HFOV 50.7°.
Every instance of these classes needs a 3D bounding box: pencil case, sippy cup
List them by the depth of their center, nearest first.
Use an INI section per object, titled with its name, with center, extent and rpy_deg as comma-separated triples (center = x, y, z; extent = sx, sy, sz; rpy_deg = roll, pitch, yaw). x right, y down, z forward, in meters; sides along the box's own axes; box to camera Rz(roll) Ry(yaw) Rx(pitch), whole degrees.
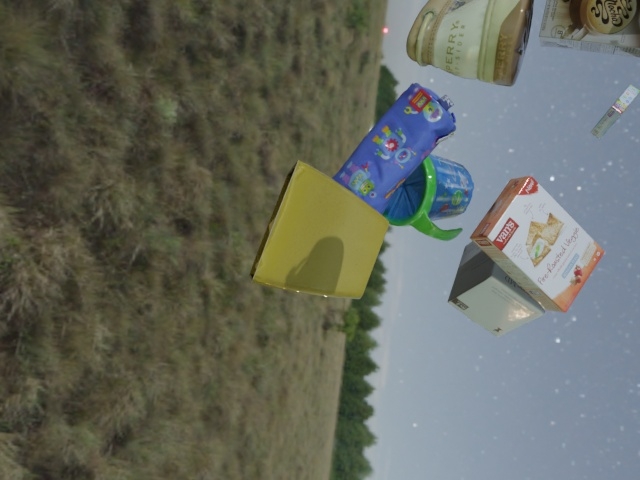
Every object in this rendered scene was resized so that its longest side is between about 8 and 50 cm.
[pencil case]
center = 0.145, -0.170, 1.357
extent = 0.306, 0.133, 0.119
rpy_deg = -49, 168, 11
[sippy cup]
center = 0.311, -0.151, 1.956
extent = 0.240, 0.224, 0.305
rpy_deg = 2, -90, 56

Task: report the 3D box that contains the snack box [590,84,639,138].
[snack box]
center = 0.827, -0.360, 1.899
extent = 0.100, 0.037, 0.141
rpy_deg = -48, 169, -17

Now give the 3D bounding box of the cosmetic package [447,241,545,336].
[cosmetic package]
center = 0.401, 0.083, 1.492
extent = 0.151, 0.151, 0.183
rpy_deg = -44, -164, 49

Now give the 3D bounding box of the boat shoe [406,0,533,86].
[boat shoe]
center = 0.149, -0.233, 0.606
extent = 0.285, 0.090, 0.104
rpy_deg = -63, 156, -49

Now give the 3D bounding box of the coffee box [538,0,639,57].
[coffee box]
center = 0.692, -0.539, 1.611
extent = 0.119, 0.297, 0.168
rpy_deg = -9, 110, -70

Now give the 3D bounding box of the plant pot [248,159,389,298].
[plant pot]
center = 0.000, 0.000, 1.193
extent = 0.212, 0.187, 0.212
rpy_deg = 177, -67, -82

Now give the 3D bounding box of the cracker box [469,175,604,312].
[cracker box]
center = 0.422, 0.008, 1.308
extent = 0.155, 0.232, 0.067
rpy_deg = -53, -165, -14
